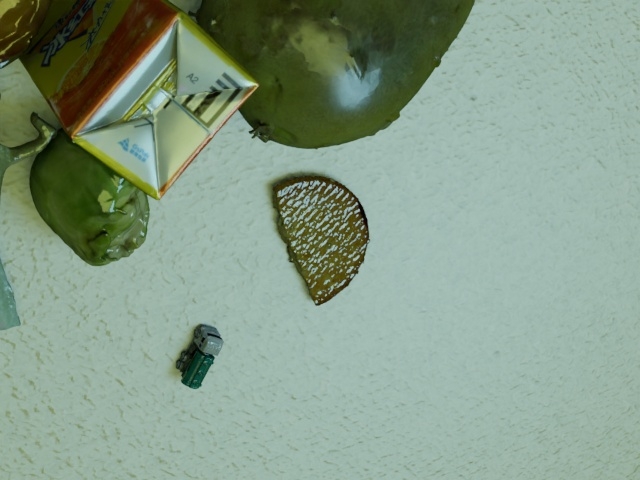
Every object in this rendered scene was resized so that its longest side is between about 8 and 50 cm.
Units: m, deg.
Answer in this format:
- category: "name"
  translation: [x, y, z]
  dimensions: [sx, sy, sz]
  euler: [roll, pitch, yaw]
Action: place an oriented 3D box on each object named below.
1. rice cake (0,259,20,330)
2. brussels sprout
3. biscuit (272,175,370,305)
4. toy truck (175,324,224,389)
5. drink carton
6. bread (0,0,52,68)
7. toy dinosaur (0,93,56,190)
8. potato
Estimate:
- category: "rice cake"
  translation: [-0.425, 0.014, 1.190]
  dimensions: [0.085, 0.040, 0.226]
  euler: [-19, 119, -19]
- category: "brussels sprout"
  translation: [-0.267, -0.060, 1.177]
  dimensions: [0.131, 0.145, 0.183]
  euler: [-45, 168, -30]
- category: "biscuit"
  translation: [0.008, -0.011, 1.398]
  dimensions: [0.126, 0.025, 0.206]
  euler: [-27, 123, -12]
- category: "toy truck"
  translation: [-0.166, 0.162, 1.384]
  dimensions: [0.039, 0.044, 0.083]
  euler: [22, 102, -35]
- category: "drink carton"
  translation: [-0.205, -0.181, 1.019]
  dimensions: [0.154, 0.351, 0.111]
  euler: [-49, 125, 2]
- category: "bread"
  translation: [-0.399, -0.286, 1.006]
  dimensions: [0.227, 0.142, 0.253]
  euler: [-32, 126, -11]
- category: "toy dinosaur"
  translation: [-0.379, -0.064, 1.094]
  dimensions: [0.251, 0.072, 0.200]
  euler: [42, 90, 1]
- category: "potato"
  translation: [0.038, -0.261, 1.182]
  dimensions: [0.359, 0.219, 0.269]
  euler: [-31, 116, -13]
